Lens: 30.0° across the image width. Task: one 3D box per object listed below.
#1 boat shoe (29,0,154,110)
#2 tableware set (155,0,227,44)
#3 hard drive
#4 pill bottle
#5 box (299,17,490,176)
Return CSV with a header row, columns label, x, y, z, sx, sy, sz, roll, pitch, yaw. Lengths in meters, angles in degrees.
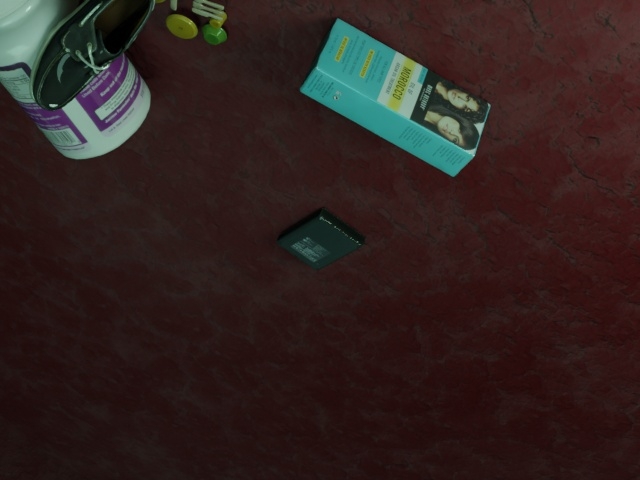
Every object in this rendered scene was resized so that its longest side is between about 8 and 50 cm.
label,x,y,z,sx,sy,sz,roll,pitch,yaw
boat shoe,-0.307,-0.262,1.600,0.233,0.079,0.084,-47,131,12
tableware set,-0.201,-0.325,1.667,0.154,0.024,0.104,19,150,2
hard drive,0.000,0.000,2.010,0.094,0.022,0.135,35,145,-20
pill bottle,-0.387,-0.272,1.712,0.169,0.169,0.301,-1,140,31
box,0.102,-0.192,1.610,0.244,0.100,0.060,28,146,-10
